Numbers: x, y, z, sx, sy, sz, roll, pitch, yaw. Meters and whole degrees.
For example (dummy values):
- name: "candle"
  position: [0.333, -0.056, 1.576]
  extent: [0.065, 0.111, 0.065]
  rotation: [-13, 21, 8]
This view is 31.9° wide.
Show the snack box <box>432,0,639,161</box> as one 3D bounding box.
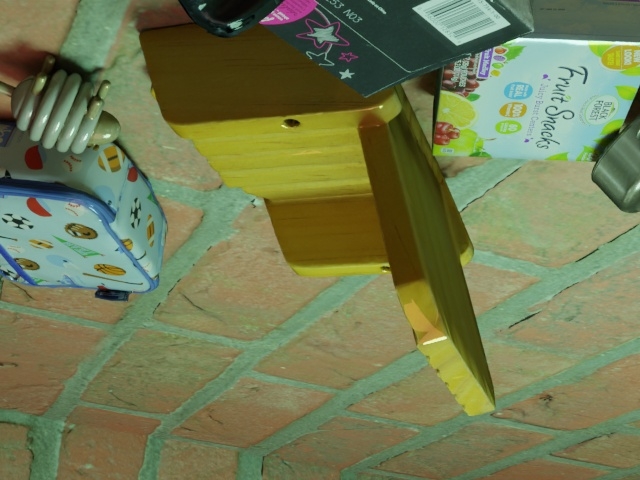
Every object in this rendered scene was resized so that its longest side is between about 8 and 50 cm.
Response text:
- name: "snack box"
  position: [0.194, -0.150, 1.016]
  extent: [0.174, 0.070, 0.207]
  rotation: [3, 157, 2]

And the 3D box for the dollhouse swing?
- name: "dollhouse swing"
  position: [0.000, 0.000, 1.106]
  extent: [0.315, 0.305, 0.347]
  rotation: [-4, 155, 18]

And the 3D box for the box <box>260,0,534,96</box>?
- name: "box"
  position: [0.021, -0.235, 0.779]
  extent: [0.163, 0.142, 0.247]
  rotation: [-17, 149, 37]

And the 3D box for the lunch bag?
- name: "lunch bag"
  position: [-0.323, -0.027, 1.343]
  extent: [0.243, 0.115, 0.303]
  rotation: [4, 155, 8]

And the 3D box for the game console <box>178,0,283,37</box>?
- name: "game console"
  position: [0.054, -0.254, 0.573]
  extent: [0.044, 0.361, 0.213]
  rotation: [44, 176, 32]

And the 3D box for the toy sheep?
- name: "toy sheep"
  position: [-0.265, -0.134, 1.131]
  extent: [0.132, 0.091, 0.091]
  rotation: [26, 151, -11]

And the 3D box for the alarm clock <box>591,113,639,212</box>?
- name: "alarm clock"
  position: [0.320, -0.086, 1.053]
  extent: [0.129, 0.064, 0.192]
  rotation: [-42, 156, 8]
